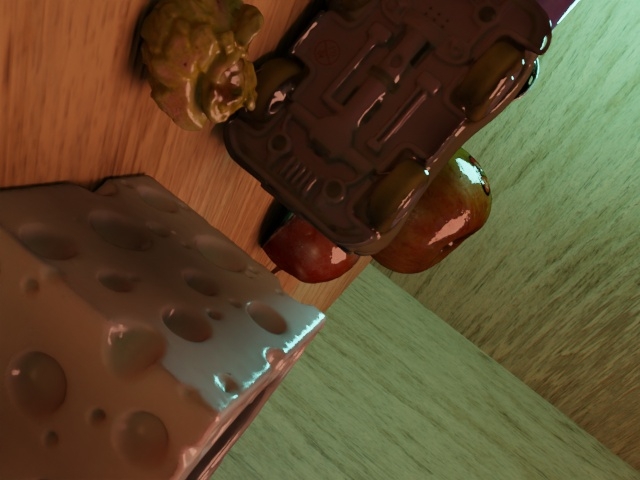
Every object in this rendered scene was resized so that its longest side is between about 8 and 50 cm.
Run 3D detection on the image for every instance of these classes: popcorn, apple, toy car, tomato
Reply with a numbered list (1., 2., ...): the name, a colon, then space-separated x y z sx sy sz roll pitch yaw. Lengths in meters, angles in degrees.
1. popcorn: -0.092 -0.145 0.516 0.109 0.089 0.097 -50 161 5
2. apple: 0.269 -0.109 1.815 0.400 0.334 0.400 -31 165 -10
3. toy car: 0.074 -0.161 0.783 0.336 0.242 0.226 -51 169 0
4. tomato: 0.000 0.000 1.235 0.180 0.155 0.214 -40 -178 -15

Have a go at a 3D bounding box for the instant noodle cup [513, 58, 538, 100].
1. instant noodle cup: 0.480 -0.502 1.755 0.216 0.215 0.236 -52 163 1

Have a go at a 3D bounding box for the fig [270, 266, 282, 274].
1. fig: -0.132 0.146 1.443 0.146 0.133 0.201 -133 -123 -71

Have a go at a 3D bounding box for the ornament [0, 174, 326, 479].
1. ornament: -0.180 0.112 0.567 0.240 0.239 0.239 -55 170 17

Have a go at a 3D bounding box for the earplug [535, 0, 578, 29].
1. earplug: 0.495 -0.584 1.431 0.215 0.215 0.456 -46 172 -36
